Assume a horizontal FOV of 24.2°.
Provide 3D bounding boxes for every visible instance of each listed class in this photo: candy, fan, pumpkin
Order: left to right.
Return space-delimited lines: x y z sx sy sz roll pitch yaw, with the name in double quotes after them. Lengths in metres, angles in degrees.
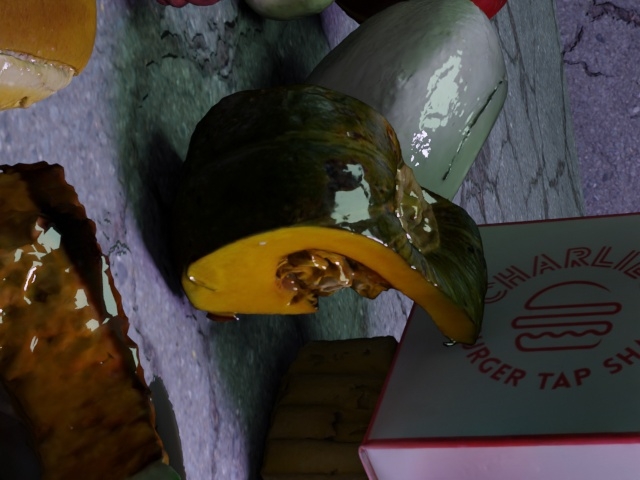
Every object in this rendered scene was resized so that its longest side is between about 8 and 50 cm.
-0.089 0.232 0.970 0.191 0.009 0.329 100 -22 -43 "fan"
0.000 0.001 1.225 0.280 0.190 0.139 44 36 -44 "pumpkin"
0.067 -0.111 1.449 0.296 0.185 0.295 -61 171 -17 "candy"

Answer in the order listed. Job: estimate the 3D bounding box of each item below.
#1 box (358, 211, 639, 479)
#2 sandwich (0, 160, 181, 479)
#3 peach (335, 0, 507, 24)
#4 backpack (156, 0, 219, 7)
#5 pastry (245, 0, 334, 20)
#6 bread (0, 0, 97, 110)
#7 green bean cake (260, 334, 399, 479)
0.252 0.180 1.336 0.312 0.314 0.300 -65 144 -50 "box"
-0.171 0.096 0.802 0.301 0.162 0.250 66 -17 1 "sandwich"
0.078 -0.370 1.612 0.257 0.201 0.362 4 63 -40 "peach"
-0.102 -0.287 1.152 0.229 0.138 0.229 0 90 -89 "backpack"
-0.033 -0.286 1.413 0.156 0.092 0.156 44 39 -51 "pastry"
-0.208 -0.138 0.828 0.236 0.106 0.140 -23 107 -70 "bread"
0.043 0.231 1.393 0.230 0.131 0.224 63 29 -44 "green bean cake"
